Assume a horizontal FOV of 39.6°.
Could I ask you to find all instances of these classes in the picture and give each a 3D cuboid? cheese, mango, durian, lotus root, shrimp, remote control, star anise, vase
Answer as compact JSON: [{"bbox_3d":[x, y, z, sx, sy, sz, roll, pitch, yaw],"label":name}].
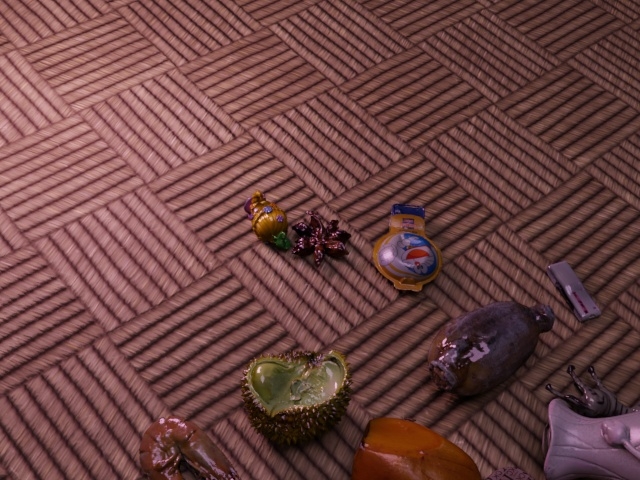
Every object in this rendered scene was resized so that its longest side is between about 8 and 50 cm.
[{"bbox_3d":[0.215,0.015,2.208,0.176,0.069,0.270,6,50,-2],"label":"cheese"},{"bbox_3d":[0.195,0.466,1.796,0.257,0.138,0.187,21,35,7],"label":"mango"},{"bbox_3d":[-0.047,0.321,1.859,0.236,0.176,0.200,-12,63,-9],"label":"durian"},{"bbox_3d":[0.377,0.234,1.995,0.349,0.175,0.175,-23,56,-28],"label":"lotus root"},{"bbox_3d":[-0.255,0.461,1.795,0.267,0.061,0.145,34,63,16],"label":"shrimp"},{"bbox_3d":[0.623,0.123,2.193,0.065,0.029,0.166,-14,54,-18],"label":"remote control"},{"bbox_3d":[-0.001,0.000,2.207,0.167,0.057,0.168,4,60,-8],"label":"star anise"},{"bbox_3d":[0.664,0.421,1.751,0.445,0.250,0.250,0,45,27],"label":"vase"}]

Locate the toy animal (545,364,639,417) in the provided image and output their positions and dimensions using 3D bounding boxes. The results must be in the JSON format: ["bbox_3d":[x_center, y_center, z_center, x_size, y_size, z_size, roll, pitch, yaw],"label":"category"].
[{"bbox_3d":[0.616,0.355,1.953,0.216,0.073,0.176,5,32,-41],"label":"toy animal"}]

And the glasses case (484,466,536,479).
[{"bbox_3d":[0.459,0.596,1.747,0.137,0.085,0.354,-34,61,-28],"label":"glasses case"}]

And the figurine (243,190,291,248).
[{"bbox_3d":[-0.127,-0.053,2.198,0.094,0.115,0.156,-25,59,-12],"label":"figurine"}]
